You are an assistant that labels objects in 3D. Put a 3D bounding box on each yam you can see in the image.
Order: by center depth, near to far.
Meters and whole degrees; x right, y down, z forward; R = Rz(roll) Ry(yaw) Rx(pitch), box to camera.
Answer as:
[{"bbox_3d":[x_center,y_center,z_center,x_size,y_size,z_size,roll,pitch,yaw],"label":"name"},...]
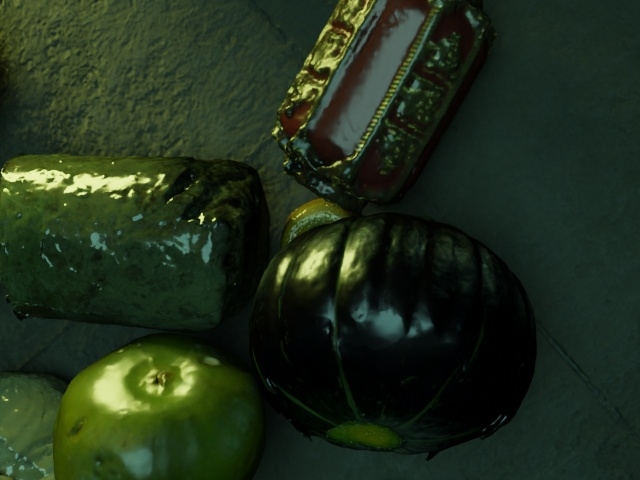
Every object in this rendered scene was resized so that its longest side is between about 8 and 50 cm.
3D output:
[{"bbox_3d":[-0.206,0.002,1.147,0.300,0.195,0.195,2,93,13],"label":"yam"}]

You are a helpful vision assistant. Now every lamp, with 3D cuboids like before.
[{"bbox_3d":[0.068,-0.165,1.092,0.177,0.177,0.274,31,96,10],"label":"lamp"}]

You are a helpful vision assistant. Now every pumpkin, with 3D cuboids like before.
[{"bbox_3d":[0.077,0.072,1.052,0.296,0.296,0.295,1,92,13],"label":"pumpkin"}]

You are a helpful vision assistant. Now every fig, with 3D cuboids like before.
[{"bbox_3d":[-0.178,0.255,1.101,0.233,0.233,0.314,16,106,12],"label":"fig"}]

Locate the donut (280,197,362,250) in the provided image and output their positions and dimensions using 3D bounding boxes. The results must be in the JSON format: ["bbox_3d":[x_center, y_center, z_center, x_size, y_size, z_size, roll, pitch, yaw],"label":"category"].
[{"bbox_3d":[0.000,0.000,1.174,0.108,0.043,0.097,-38,84,7],"label":"donut"}]

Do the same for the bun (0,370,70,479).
[{"bbox_3d":[-0.375,0.281,1.216,0.259,0.152,0.259,1,95,13],"label":"bun"}]
